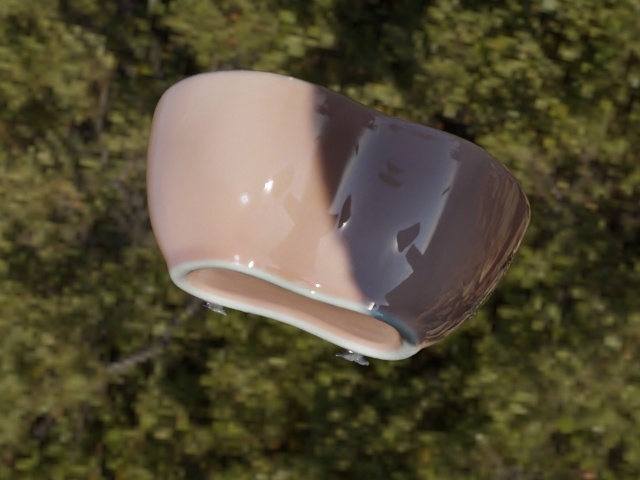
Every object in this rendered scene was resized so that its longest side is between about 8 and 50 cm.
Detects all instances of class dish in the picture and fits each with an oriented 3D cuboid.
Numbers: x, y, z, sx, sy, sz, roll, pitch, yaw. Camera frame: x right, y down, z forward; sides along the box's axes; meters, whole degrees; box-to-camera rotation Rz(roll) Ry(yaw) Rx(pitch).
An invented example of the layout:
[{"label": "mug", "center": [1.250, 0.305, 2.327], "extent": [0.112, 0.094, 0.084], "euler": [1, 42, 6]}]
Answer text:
[{"label": "dish", "center": [0.000, 0.000, 0.861], "extent": [0.213, 0.213, 0.090], "euler": [-9, 60, 57]}]
